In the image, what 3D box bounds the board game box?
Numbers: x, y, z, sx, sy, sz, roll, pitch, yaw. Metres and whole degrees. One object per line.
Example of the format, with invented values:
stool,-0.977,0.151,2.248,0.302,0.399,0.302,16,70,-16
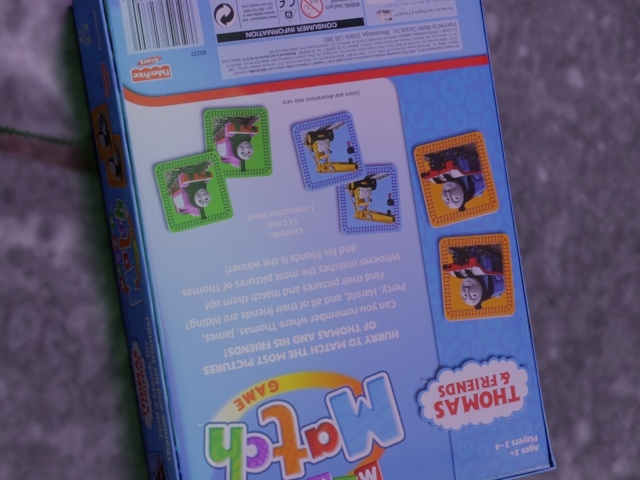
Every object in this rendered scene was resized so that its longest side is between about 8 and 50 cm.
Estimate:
board game box,0.000,0.000,0.760,0.160,0.039,0.211,-9,91,-25
